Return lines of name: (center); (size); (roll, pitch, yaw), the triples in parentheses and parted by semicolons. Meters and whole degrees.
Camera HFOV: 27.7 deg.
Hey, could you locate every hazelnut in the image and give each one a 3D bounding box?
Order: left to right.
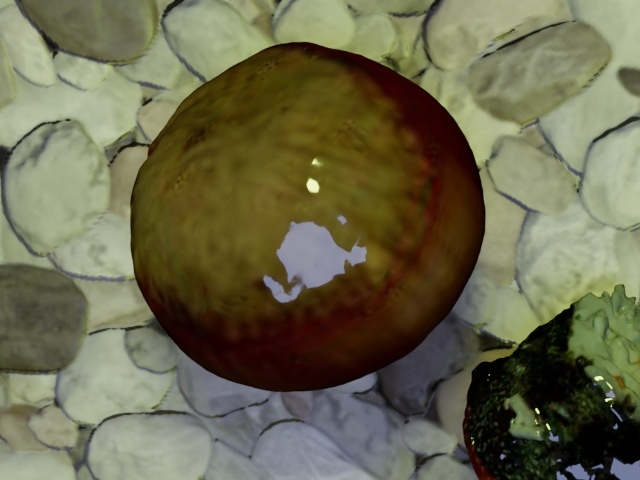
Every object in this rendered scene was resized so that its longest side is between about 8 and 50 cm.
hazelnut: (0.000, 0.000, 0.721); (0.208, 0.208, 0.208); (3, 110, 8)

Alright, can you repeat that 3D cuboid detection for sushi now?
sushi: (0.193, 0.141, 0.758); (0.126, 0.136, 0.225); (-35, 106, 27)
